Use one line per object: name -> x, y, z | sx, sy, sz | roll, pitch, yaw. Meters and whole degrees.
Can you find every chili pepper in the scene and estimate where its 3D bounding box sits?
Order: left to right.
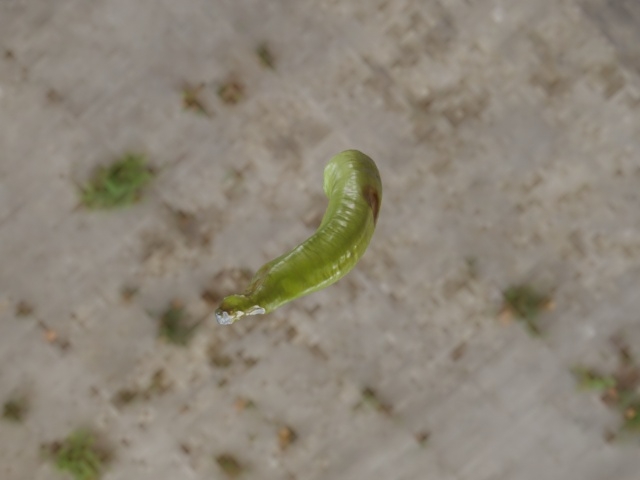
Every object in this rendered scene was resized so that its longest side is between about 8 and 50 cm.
chili pepper -> 0.001, 0.000, 1.100 | 0.049, 0.043, 0.208 | 47, -147, -9
